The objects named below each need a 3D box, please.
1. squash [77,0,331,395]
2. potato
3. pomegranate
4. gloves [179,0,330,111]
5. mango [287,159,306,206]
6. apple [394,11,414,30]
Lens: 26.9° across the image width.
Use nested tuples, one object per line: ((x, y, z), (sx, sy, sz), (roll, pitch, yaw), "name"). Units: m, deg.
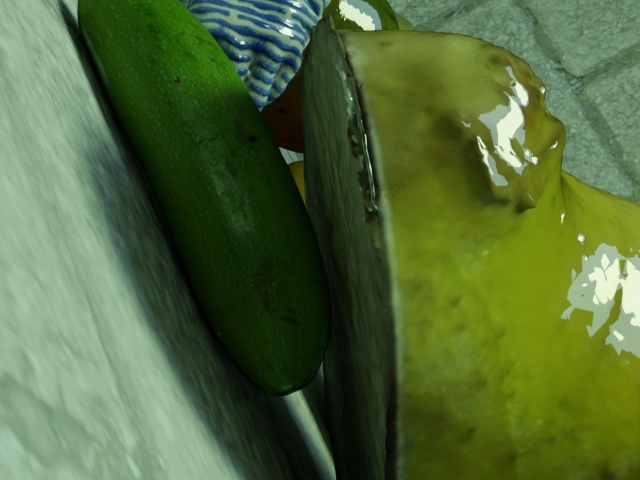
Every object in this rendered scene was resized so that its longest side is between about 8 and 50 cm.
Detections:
((-0.065, -0.046, 0.786), (0.292, 0.082, 0.082), (64, 3, 21), "squash")
((0.146, 0.038, 0.798), (0.290, 0.296, 0.397), (-109, -165, -59), "potato")
((-0.008, -0.175, 1.051), (0.180, 0.209, 0.180), (33, 16, -11), "pomegranate")
((-0.062, -0.150, 0.914), (0.119, 0.229, 0.097), (20, -16, -2), "gloves")
((0.000, 0.000, 1.217), (0.138, 0.113, 0.253), (62, 5, -12), "mango")
((-0.035, -0.281, 1.439), (0.254, 0.292, 0.292), (-21, 83, -59), "apple")
